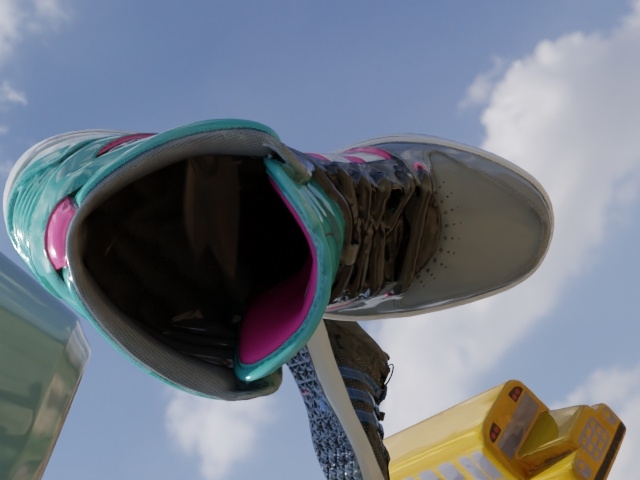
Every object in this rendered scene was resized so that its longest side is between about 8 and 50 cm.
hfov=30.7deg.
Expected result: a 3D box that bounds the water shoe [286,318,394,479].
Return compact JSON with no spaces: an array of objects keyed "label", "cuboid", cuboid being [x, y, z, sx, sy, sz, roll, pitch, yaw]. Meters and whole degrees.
[{"label":"water shoe","cuboid":[0.030,0.121,0.920,0.080,0.073,0.203,-22,-85,-28]}]

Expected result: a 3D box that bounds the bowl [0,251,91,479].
[{"label":"bowl","cuboid":[-0.328,0.157,1.126,0.311,0.163,0.312,-159,90,-82]}]

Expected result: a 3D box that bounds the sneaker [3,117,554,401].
[{"label":"sneaker","cuboid":[0.000,0.000,0.556,0.295,0.178,0.124,1,-78,-14]}]

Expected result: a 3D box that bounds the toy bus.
[{"label":"toy bus","cuboid":[0.175,0.252,1.294,0.332,0.130,0.108,-37,9,48]}]
